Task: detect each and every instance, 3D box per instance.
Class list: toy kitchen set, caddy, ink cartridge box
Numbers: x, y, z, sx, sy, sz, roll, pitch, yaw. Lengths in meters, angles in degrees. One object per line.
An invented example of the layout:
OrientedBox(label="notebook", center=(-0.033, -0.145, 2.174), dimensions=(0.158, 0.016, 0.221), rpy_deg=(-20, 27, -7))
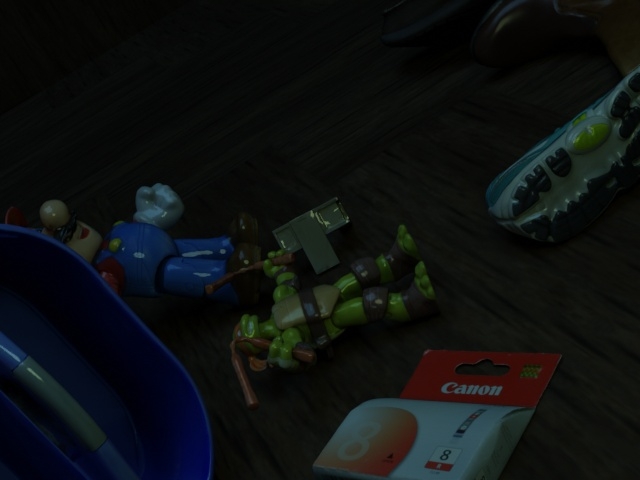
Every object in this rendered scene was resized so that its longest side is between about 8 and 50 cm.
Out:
OrientedBox(label="toy kitchen set", center=(0.000, 0.000, 1.232), dimensions=(0.083, 0.068, 0.075), rpy_deg=(-28, -2, 4))
OrientedBox(label="caddy", center=(-0.246, 0.148, 0.894), dimensions=(0.179, 0.341, 0.241), rpy_deg=(-26, 19, 52))
OrientedBox(label="ink cartridge box", center=(0.097, 0.139, 0.867), dimensions=(0.145, 0.045, 0.179), rpy_deg=(-4, 38, 42))

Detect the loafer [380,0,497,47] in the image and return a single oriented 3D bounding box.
OrientedBox(label="loafer", center=(0.221, -0.382, 1.500), dimensions=(0.134, 0.130, 0.366), rpy_deg=(-10, -10, -45))

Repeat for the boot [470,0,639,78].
OrientedBox(label="boot", center=(0.337, -0.243, 1.308), dimensions=(0.264, 0.096, 0.280), rpy_deg=(-20, 33, 3))

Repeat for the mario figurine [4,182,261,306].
OrientedBox(label="mario figurine", center=(-0.228, 0.002, 1.193), dimensions=(0.321, 0.170, 0.198), rpy_deg=(-2, -10, -8))

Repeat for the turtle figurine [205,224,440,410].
OrientedBox(label="turtle figurine", center=(0.003, 0.075, 1.032), dimensions=(0.217, 0.087, 0.269), rpy_deg=(-20, 22, 3))

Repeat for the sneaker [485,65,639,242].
OrientedBox(label="sneaker", center=(0.280, -0.104, 1.062), dimensions=(0.275, 0.107, 0.110), rpy_deg=(-32, 16, -7))
